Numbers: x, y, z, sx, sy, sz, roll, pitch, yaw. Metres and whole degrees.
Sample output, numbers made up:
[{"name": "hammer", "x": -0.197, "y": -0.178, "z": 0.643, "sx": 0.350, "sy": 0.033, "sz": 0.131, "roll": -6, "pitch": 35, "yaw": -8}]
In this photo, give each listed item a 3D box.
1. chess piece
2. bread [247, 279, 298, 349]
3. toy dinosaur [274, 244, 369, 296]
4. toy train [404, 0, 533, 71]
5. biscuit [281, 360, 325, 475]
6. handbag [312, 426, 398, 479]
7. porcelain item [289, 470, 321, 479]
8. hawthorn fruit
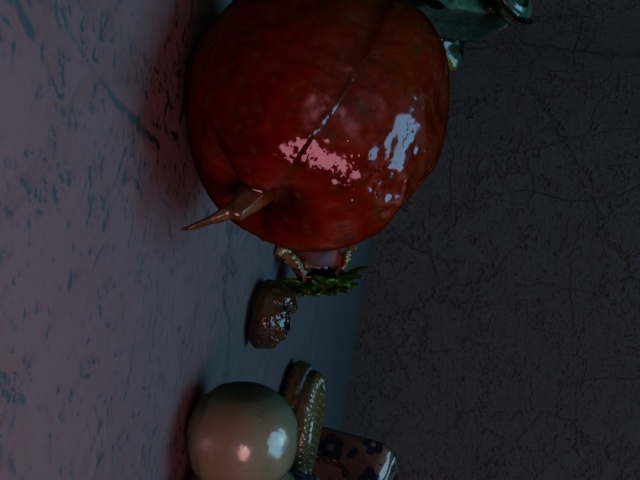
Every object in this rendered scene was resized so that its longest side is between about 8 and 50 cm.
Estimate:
[{"name": "chess piece", "x": -0.089, "y": 0.327, "z": 0.805, "sx": 0.182, "sy": 0.182, "sz": 0.330, "roll": -37, "pitch": 130, "yaw": -79}, {"name": "bread", "x": -0.069, "y": 0.104, "z": 1.040, "sx": 0.113, "sy": 0.060, "sz": 0.082, "roll": -70, "pitch": 168, "yaw": -51}, {"name": "toy dinosaur", "x": 0.007, "y": 0.000, "z": 1.211, "sx": 0.194, "sy": 0.152, "sz": 0.177, "roll": -76, "pitch": 164, "yaw": -77}, {"name": "toy train", "x": 0.130, "y": -0.372, "z": 0.928, "sx": 0.397, "sy": 0.160, "sz": 0.253, "roll": -14, "pitch": 81, "yaw": -49}, {"name": "biscuit", "x": -0.041, "y": 0.377, "z": 1.432, "sx": 0.259, "sy": 0.079, "sz": 0.259, "roll": 8, "pitch": 90, "yaw": -82}, {"name": "handbag", "x": 0.039, "y": 0.565, "z": 1.634, "sx": 0.190, "sy": 0.252, "sz": 0.193, "roll": 81, "pitch": 28, "yaw": -45}, {"name": "porcelain item", "x": -0.066, "y": 0.481, "z": 1.237, "sx": 0.147, "sy": 0.114, "sz": 0.147, "roll": 10, "pitch": 90, "yaw": -82}, {"name": "hawthorn fruit", "x": 0.000, "y": -0.116, "z": 0.652, "sx": 0.258, "sy": 0.258, "sz": 0.261, "roll": 89, "pitch": -5, "yaw": -48}]
